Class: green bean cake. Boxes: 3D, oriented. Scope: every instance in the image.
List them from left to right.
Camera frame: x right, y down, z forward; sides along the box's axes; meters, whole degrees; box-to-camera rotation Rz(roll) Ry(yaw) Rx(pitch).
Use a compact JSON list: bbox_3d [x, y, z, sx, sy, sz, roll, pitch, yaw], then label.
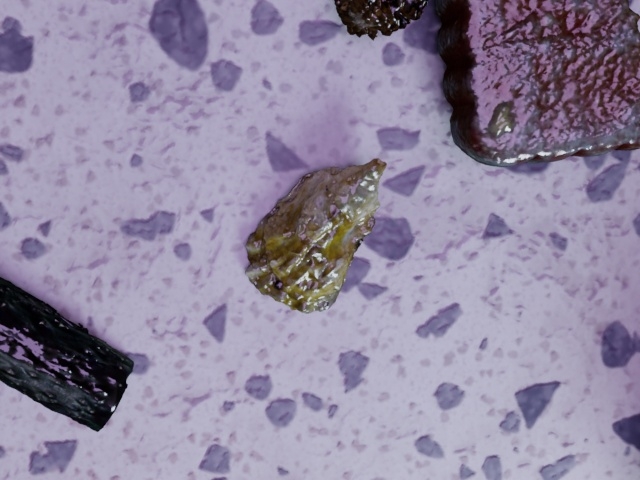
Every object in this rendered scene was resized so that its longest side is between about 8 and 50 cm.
[{"bbox_3d":[0.200,-0.182,0.809,0.199,0.097,0.232,-12,98,-6],"label":"green bean cake"}]

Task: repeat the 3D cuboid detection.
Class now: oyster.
[{"bbox_3d":[0.000,0.000,0.832,0.146,0.045,0.121,-20,113,-6],"label":"oyster"}]

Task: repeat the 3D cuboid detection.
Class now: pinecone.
[{"bbox_3d":[0.051,-0.211,0.798,0.083,0.077,0.077,-27,100,-29],"label":"pinecone"}]

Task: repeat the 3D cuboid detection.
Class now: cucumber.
[{"bbox_3d":[-0.259,0.084,0.783,0.211,0.062,0.078,34,89,-11],"label":"cucumber"}]
